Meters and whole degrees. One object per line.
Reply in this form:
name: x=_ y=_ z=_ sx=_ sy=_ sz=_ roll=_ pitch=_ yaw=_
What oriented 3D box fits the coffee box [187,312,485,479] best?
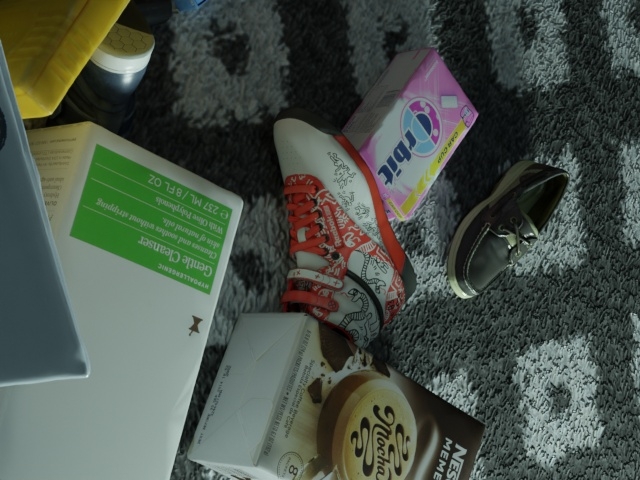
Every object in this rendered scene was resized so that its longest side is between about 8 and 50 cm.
coffee box: x=0.025 y=0.213 z=1.478 sx=0.297 sy=0.119 sz=0.168 roll=33 pitch=67 yaw=-36

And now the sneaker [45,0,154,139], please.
sneaker: x=-0.224 y=-0.188 z=1.294 sx=0.086 sy=0.163 sz=0.226 roll=-3 pitch=50 yaw=-23

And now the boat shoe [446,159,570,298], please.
boat shoe: x=0.234 y=-0.019 z=1.703 sx=0.223 sy=0.073 sz=0.080 roll=-51 pitch=120 yaw=-31

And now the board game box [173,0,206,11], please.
board game box: x=-0.106 y=-0.359 z=1.429 sx=0.211 sy=0.039 sz=0.160 roll=-43 pitch=116 yaw=-33

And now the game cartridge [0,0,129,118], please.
game cartridge: x=-0.235 y=-0.232 z=1.144 sx=0.053 sy=0.285 sz=0.324 roll=48 pitch=59 yaw=-35

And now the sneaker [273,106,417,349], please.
sneaker: x=0.001 y=0.001 z=1.483 sx=0.145 sy=0.090 sz=0.270 roll=-49 pitch=122 yaw=-34

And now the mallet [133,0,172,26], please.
mallet: x=-0.162 y=-0.275 z=1.305 sx=0.062 sy=0.190 sz=0.039 roll=-23 pitch=61 yaw=-32

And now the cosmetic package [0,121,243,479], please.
cosmetic package: x=-0.225 y=0.101 z=1.234 sx=0.197 sy=0.155 sz=0.365 roll=25 pitch=72 yaw=-42

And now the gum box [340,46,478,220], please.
gum box: x=0.093 y=-0.119 z=1.586 sx=0.107 sy=0.062 sz=0.188 roll=52 pitch=57 yaw=-28

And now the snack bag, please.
snack bag: x=-0.344 y=-0.041 z=1.033 sx=0.037 sy=0.323 sz=0.342 roll=-35 pitch=114 yaw=-63
